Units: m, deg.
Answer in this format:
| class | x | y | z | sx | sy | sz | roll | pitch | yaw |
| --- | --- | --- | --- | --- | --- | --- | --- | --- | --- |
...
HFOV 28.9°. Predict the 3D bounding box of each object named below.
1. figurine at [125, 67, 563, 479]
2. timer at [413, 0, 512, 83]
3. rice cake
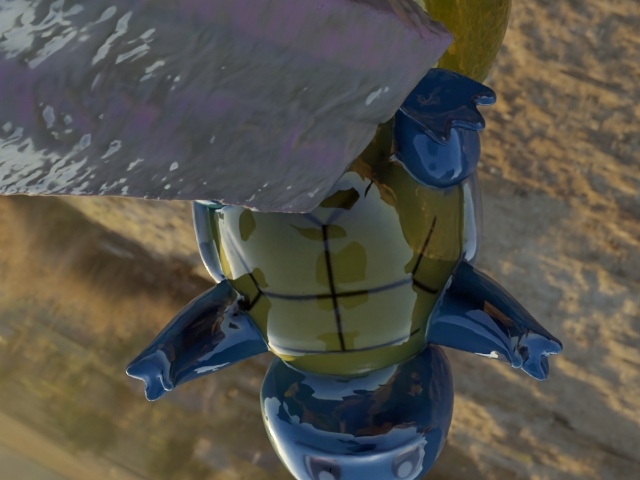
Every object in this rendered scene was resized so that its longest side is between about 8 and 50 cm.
| class | x | y | z | sx | sy | sz | roll | pitch | yaw |
| --- | --- | --- | --- | --- | --- | --- | --- | --- | --- |
| figurine | 0.001 | -0.007 | 0.893 | 0.298 | 0.416 | 0.243 | -7 | -178 | -2 |
| timer | -0.023 | -0.257 | 1.184 | 0.387 | 0.376 | 0.376 | 20 | 157 | -21 |
| rice cake | -0.050 | -0.059 | 0.413 | 0.050 | 0.106 | 0.298 | 47 | -159 | 20 |
